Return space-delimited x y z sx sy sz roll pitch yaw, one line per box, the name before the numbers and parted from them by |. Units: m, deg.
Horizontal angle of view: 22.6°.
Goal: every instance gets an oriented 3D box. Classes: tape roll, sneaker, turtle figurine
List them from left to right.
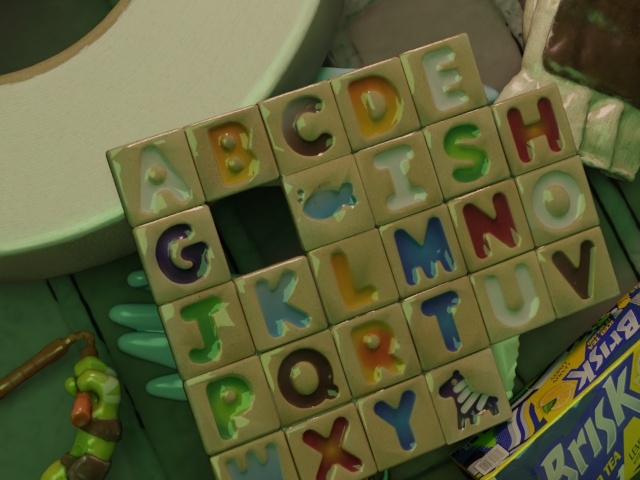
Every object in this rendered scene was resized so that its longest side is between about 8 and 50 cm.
tape roll | -0.176 -0.171 0.871 0.391 0.072 0.392 -1 76 6
turtle figurine | -0.140 0.190 0.807 0.087 0.217 0.270 34 83 -33
sneaker | 0.011 0.102 0.852 0.076 0.065 0.166 30 94 -16

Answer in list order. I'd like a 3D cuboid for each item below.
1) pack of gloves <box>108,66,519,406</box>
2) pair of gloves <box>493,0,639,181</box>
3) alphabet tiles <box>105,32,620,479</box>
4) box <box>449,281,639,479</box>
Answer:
pack of gloves | 0.000 0.000 0.896 0.232 0.046 0.195 6 93 7
pair of gloves | 0.231 -0.104 0.877 0.240 0.042 0.204 25 78 1
alphabet tiles | 0.034 0.012 0.812 0.237 0.009 0.198 -20 96 -15
box | 0.153 0.085 0.846 0.169 0.054 0.059 -41 106 -5
